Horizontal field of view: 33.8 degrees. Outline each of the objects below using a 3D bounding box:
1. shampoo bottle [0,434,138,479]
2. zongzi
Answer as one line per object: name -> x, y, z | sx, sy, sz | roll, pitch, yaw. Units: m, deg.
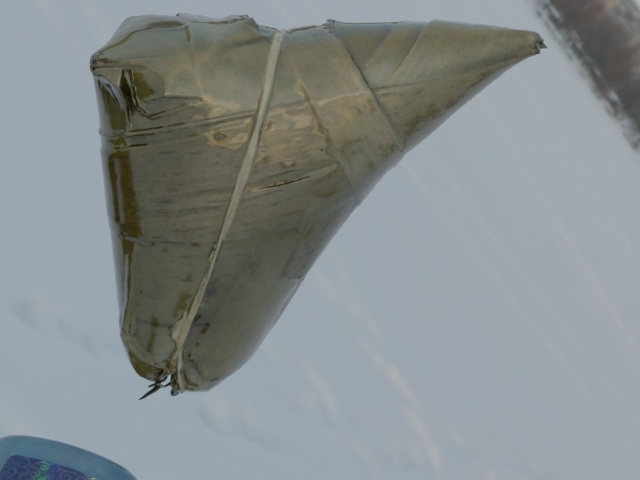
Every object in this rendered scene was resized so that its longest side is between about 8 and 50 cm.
shampoo bottle -> -0.187, 0.220, 0.571 | 0.103, 0.061, 0.258 | 16, 37, 3
zongzi -> 0.000, 0.000, 0.443 | 0.081, 0.178, 0.189 | -74, 164, -67
